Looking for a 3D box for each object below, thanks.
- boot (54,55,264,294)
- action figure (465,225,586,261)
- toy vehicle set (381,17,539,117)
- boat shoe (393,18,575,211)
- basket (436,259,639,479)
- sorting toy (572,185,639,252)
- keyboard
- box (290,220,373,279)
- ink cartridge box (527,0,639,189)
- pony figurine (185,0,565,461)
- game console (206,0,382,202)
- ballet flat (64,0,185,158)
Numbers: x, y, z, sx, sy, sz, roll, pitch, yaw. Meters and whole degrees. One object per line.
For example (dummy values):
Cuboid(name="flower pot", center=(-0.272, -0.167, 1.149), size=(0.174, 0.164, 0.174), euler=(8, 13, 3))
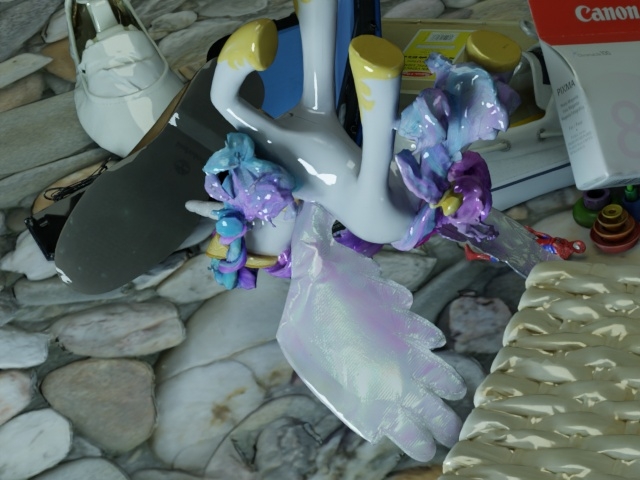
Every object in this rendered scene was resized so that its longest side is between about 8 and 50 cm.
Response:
Cuboid(name="boot", center=(-0.176, -0.063, 1.581), size=(0.305, 0.112, 0.115), euler=(-52, 13, -16))
Cuboid(name="action figure", center=(0.197, 0.005, 1.405), size=(0.115, 0.030, 0.038), euler=(3, 34, 23))
Cuboid(name="toy vehicle set", center=(0.129, -0.203, 1.713), size=(0.267, 0.035, 0.166), euler=(7, 41, 30))
Cuboid(name="boat shoe", center=(0.237, -0.152, 1.492), size=(0.367, 0.156, 0.136), euler=(-21, 35, -6))
Cuboid(name="basket", center=(0.244, 0.204, 0.883), size=(0.331, 0.266, 0.328), euler=(4, 36, 24))
Cuboid(name="sorting toy", center=(0.279, -0.031, 1.408), size=(0.061, 0.042, 0.102), euler=(-17, 34, -2))
Cuboid(name="keyboard", center=(-0.236, -0.044, 1.651), size=(0.192, 0.038, 0.100), euler=(-29, 52, -12))
Cuboid(name="box", center=(0.000, 0.000, 1.459), size=(0.083, 0.062, 0.052), euler=(-24, 36, -10))
Cuboid(name="ink cartridge box", center=(0.302, -0.170, 1.401), size=(0.189, 0.232, 0.066), euler=(-8, -7, -29))
Cuboid(name="pony figurine", center=(0.042, -0.039, 1.256), size=(0.351, 0.363, 0.303), euler=(32, 48, 15))
Cuboid(name="game console", center=(-0.038, -0.215, 1.637), size=(0.173, 0.250, 0.293), euler=(5, 46, -7))
Cuboid(name="ballet flat", center=(-0.256, -0.228, 1.823), size=(0.139, 0.139, 0.400), euler=(-21, 35, -7))
